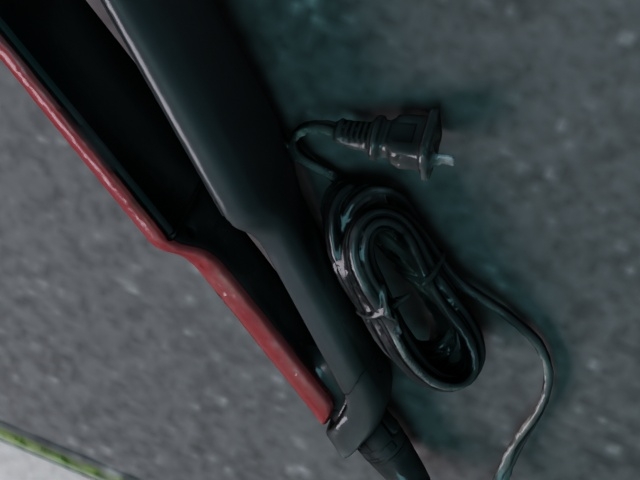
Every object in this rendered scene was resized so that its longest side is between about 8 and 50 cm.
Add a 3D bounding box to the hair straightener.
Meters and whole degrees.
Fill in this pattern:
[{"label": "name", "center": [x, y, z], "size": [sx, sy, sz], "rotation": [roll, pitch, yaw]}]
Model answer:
[{"label": "hair straightener", "center": [0.000, 0.000, 0.472], "size": [0.089, 0.047, 0.230], "rotation": [-19, 115, 31]}]
